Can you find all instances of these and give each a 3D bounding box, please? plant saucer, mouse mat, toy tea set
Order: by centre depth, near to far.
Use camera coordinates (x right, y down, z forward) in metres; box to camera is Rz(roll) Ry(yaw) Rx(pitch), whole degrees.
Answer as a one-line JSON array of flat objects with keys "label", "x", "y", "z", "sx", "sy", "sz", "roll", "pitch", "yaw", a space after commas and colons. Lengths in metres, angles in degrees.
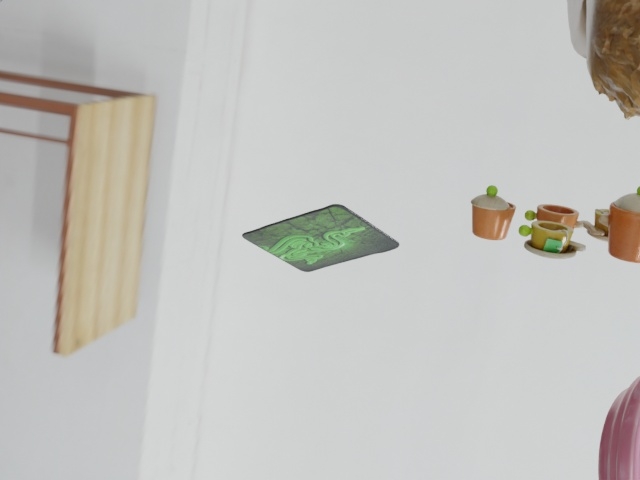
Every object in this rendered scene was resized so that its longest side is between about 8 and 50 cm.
[{"label": "mouse mat", "x": 0.000, "y": 0.000, "z": 1.467, "sx": 0.152, "sy": 0.189, "sz": 0.007, "roll": 31, "pitch": 55, "yaw": -42}, {"label": "plant saucer", "x": 0.539, "y": 0.364, "z": 1.631, "sx": 0.332, "sy": 0.084, "sz": 0.332, "roll": 6, "pitch": 82, "yaw": -49}, {"label": "toy tea set", "x": 0.421, "y": -0.049, "z": 1.700, "sx": 0.200, "sy": 0.336, "sz": 0.124, "roll": -128, "pitch": -138, "yaw": -68}]

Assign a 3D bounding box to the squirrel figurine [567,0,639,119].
[{"label": "squirrel figurine", "x": 0.374, "y": -0.217, "z": 0.705, "sx": 0.397, "sy": 0.370, "sz": 0.281, "roll": -77, "pitch": 166, "yaw": -49}]
